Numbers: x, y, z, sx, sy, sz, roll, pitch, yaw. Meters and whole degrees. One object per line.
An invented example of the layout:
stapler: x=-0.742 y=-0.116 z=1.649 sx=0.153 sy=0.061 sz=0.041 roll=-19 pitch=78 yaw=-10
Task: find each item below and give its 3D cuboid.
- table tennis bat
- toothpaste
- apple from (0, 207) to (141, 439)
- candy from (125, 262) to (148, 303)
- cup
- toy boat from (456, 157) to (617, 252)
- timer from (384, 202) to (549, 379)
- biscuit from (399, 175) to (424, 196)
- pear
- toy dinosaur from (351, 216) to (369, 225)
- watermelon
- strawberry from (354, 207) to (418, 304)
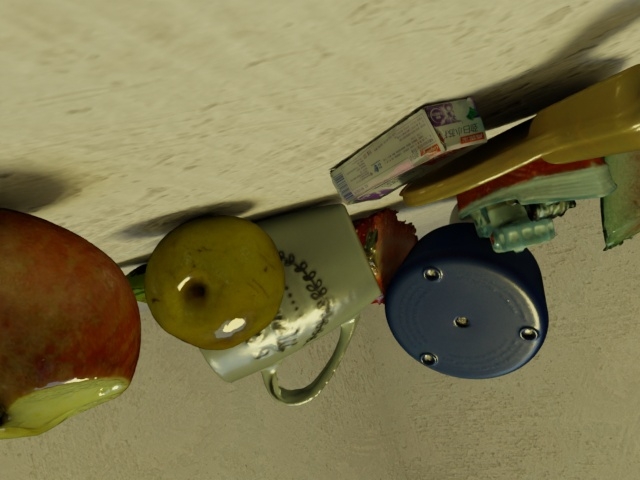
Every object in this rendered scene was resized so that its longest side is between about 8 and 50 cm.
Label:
table tennis bat: x=0.170 y=-0.080 z=0.558 sx=0.198 sy=0.050 sz=0.321 roll=-27 pitch=-175 yaw=-8
toothpaste: x=0.066 y=-0.070 z=0.614 sx=0.047 sy=0.040 sz=0.196 roll=-16 pitch=176 yaw=-23
apple: x=-0.215 y=0.060 z=0.459 sx=0.195 sy=0.160 sz=0.173 roll=-24 pitch=-177 yaw=6
candy: x=-0.215 y=0.055 z=1.095 sx=0.149 sy=0.069 sz=0.246 roll=-11 pitch=-178 yaw=24
cup: x=-0.036 y=0.090 z=0.948 sx=0.234 sy=0.258 sz=0.186 roll=-22 pitch=-165 yaw=3
toy boat: x=0.304 y=-0.057 z=1.008 sx=0.145 sy=0.133 sz=0.332 roll=-13 pitch=176 yaw=-11
timer: x=0.289 y=0.033 z=1.320 sx=0.270 sy=0.270 sz=0.383 roll=-17 pitch=-154 yaw=30
biscuit: x=0.161 y=-0.080 z=0.961 sx=0.119 sy=0.019 sz=0.130 roll=-16 pitch=176 yaw=5
pear: x=-0.111 y=0.044 z=0.773 sx=0.148 sy=0.149 sz=0.162 roll=-16 pitch=180 yaw=10
toy dinosaur: x=0.004 y=0.005 z=1.291 sx=0.279 sy=0.055 sz=0.101 roll=-21 pitch=163 yaw=-46
watermelon: x=0.581 y=-0.125 z=1.216 sx=0.302 sy=0.151 sz=0.264 roll=-37 pitch=163 yaw=27
strawberry: x=0.089 y=0.028 z=1.295 sx=0.106 sy=0.175 sz=0.236 roll=4 pitch=166 yaw=25
